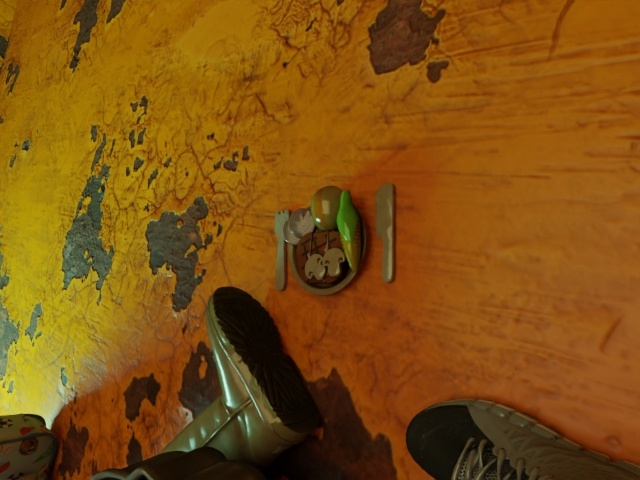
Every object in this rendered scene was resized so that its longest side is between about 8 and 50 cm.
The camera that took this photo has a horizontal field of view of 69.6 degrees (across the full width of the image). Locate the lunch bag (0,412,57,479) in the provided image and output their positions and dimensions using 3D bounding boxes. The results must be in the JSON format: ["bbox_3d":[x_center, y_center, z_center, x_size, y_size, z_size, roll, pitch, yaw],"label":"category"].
[{"bbox_3d":[-0.694,0.473,0.887,0.115,0.303,0.243,22,95,39],"label":"lunch bag"}]

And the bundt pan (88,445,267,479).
[{"bbox_3d":[-0.120,0.371,0.478,0.331,0.124,0.330,2,94,28],"label":"bundt pan"}]

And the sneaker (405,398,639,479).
[{"bbox_3d":[0.141,0.175,0.332,0.229,0.132,0.086,3,82,42],"label":"sneaker"}]

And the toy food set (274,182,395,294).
[{"bbox_3d":[0.000,0.000,0.561,0.192,0.039,0.132,-11,73,40],"label":"toy food set"}]

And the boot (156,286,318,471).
[{"bbox_3d":[-0.148,0.230,0.607,0.269,0.089,0.236,-49,52,23],"label":"boot"}]

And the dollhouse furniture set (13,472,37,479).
[{"bbox_3d":[-0.595,0.654,0.713,0.362,0.394,0.256,24,112,41],"label":"dollhouse furniture set"}]
